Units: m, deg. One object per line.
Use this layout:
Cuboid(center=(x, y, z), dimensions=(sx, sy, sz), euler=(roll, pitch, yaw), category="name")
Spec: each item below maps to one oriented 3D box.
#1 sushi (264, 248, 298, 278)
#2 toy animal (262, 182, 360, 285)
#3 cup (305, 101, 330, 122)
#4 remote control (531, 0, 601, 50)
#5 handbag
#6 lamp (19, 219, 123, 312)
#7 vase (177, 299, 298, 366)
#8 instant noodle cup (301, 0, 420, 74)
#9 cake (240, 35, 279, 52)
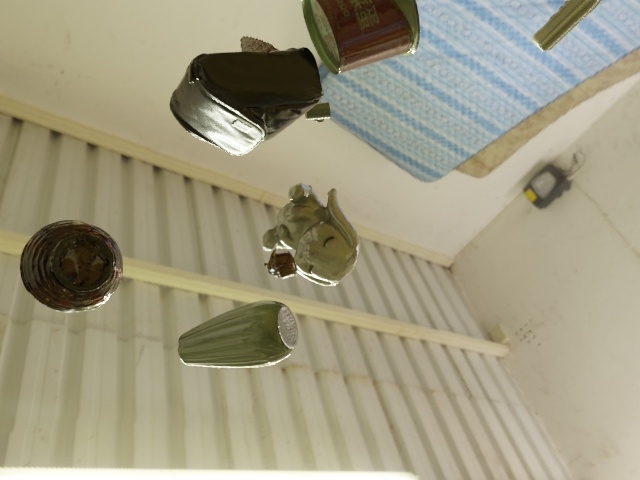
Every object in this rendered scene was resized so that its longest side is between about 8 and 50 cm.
Cuboid(center=(-0.078, 0.049, 1.049), dimensions=(0.060, 0.118, 0.061), euler=(-18, -104, -7), category="sushi")
Cuboid(center=(0.000, 0.000, 1.490), dimensions=(0.206, 0.271, 0.265), euler=(10, -155, -48), category="toy animal")
Cuboid(center=(-0.012, -0.441, 1.866), dimensions=(0.083, 0.075, 0.054), euler=(-9, -94, -7), category="cup")
Cuboid(center=(0.585, -0.526, 1.222), dimensions=(0.090, 0.230, 0.049), euler=(-20, -108, -44), category="remote control")
Cuboid(center=(-0.171, -0.285, 1.172), dimensions=(0.275, 0.302, 0.177), euler=(-20, -86, -27), category="handbag")
Cuboid(center=(-0.627, 0.065, 1.374), dimensions=(0.247, 0.247, 0.247), euler=(28, -148, -19), category="lamp")
Cuboid(center=(-0.174, 0.199, 1.096), dimensions=(0.128, 0.248, 0.128), euler=(-15, -90, -70), category="vase")
Cuboid(center=(0.079, -0.470, 1.150), dimensions=(0.234, 0.179, 0.235), euler=(61, 172, 14), category="instant noodle cup")
Cuboid(center=(-0.173, -0.495, 1.523), dimensions=(0.116, 0.113, 0.295), euler=(53, -177, -35), category="cake")
